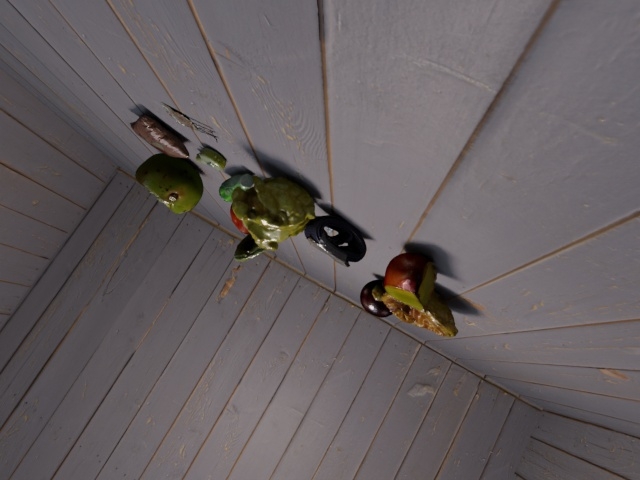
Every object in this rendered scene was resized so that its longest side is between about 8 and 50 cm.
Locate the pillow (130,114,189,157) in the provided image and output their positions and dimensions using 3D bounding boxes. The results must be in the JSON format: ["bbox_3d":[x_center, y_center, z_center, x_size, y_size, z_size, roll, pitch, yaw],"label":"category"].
[{"bbox_3d":[-0.638,-0.407,1.767,0.236,0.084,0.223,39,169,-27],"label":"pillow"}]

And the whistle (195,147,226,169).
[{"bbox_3d":[-0.439,-0.314,1.722,0.104,0.057,0.198,39,165,-36],"label":"whistle"}]

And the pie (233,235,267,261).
[{"bbox_3d":[-0.280,-0.002,2.088,0.070,0.323,0.323,60,160,-16],"label":"pie"}]

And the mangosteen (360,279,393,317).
[{"bbox_3d":[0.295,0.267,2.118,0.194,0.194,0.230,31,145,-2],"label":"mangosteen"}]

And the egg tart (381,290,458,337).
[{"bbox_3d":[0.426,0.276,1.828,0.352,0.153,0.340,36,167,-25],"label":"egg tart"}]

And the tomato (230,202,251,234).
[{"bbox_3d":[-0.336,-0.115,2.056,0.195,0.136,0.195,34,147,26],"label":"tomato"}]

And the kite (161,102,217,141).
[{"bbox_3d":[-0.434,-0.390,1.494,0.229,0.016,0.127,31,173,16],"label":"kite"}]

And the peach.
[{"bbox_3d":[0.287,0.117,1.457,0.154,0.158,0.267,12,164,28],"label":"peach"}]

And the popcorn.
[{"bbox_3d":[-0.147,-0.107,1.492,0.241,0.250,0.234,54,-167,-64],"label":"popcorn"}]

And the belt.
[{"bbox_3d":[0.049,-0.004,1.604,0.231,0.139,0.126,34,168,-27],"label":"belt"}]

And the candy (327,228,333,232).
[{"bbox_3d":[0.039,-0.047,1.752,0.030,0.020,0.083,28,168,7],"label":"candy"}]

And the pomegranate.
[{"bbox_3d":[-0.700,-0.307,2.121,0.310,0.216,0.358,39,-163,-38],"label":"pomegranate"}]

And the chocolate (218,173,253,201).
[{"bbox_3d":[-0.330,-0.217,1.779,0.110,0.110,0.291,34,166,-18],"label":"chocolate"}]
